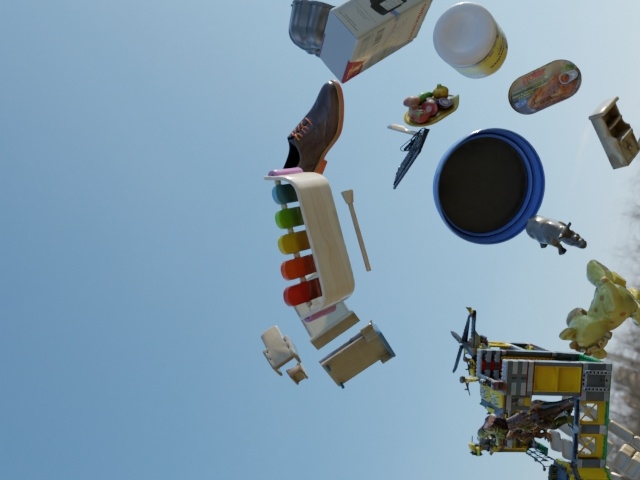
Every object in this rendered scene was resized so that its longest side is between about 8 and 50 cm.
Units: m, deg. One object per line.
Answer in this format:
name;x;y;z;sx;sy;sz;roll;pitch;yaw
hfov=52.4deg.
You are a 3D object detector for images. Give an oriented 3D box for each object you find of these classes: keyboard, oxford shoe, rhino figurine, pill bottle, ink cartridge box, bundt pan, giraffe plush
keyboard;0.209;-0.207;1.574;0.192;0.038;0.100;120;175;-62
oxford shoe;-0.019;-0.259;1.575;0.098;0.097;0.271;-1;-57;-34
rhino figurine;0.630;-0.016;1.739;0.106;0.243;0.073;42;-91;-12
pill bottle;0.485;-0.615;2.051;0.334;0.188;0.187;-8;-68;-65
ink cartridge box;0.093;-0.366;1.114;0.175;0.072;0.127;-36;-12;-20
bundt pan;0.044;-0.640;2.061;0.331;0.331;0.124;9;-78;-58
giraffe plush;0.605;0.168;1.400;0.170;0.181;0.210;-54;-7;20

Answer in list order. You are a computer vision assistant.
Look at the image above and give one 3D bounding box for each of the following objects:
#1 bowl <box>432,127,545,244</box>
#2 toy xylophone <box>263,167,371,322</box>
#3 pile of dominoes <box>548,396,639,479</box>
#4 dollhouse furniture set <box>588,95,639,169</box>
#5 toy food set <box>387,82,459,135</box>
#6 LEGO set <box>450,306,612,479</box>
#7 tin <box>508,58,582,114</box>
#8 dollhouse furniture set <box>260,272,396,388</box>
bowl;0.560;-0.181;2.187;0.391;0.077;0.391;-2;-79;-11
toy xylophone;0.000;0.000;1.344;0.236;0.081;0.322;-1;-100;-54
pile of dominoes;0.678;0.493;1.566;0.040;0.251;0.196;-26;-43;-39
dollhouse furniture set;0.829;-0.295;1.623;0.212;0.242;0.161;-40;-74;-36
toy food set;0.303;-0.392;1.881;0.218;0.128;0.071;-35;-50;-18
LEGO set;0.289;0.262;1.013;0.331;0.192;0.254;-137;52;-77
tin;0.587;-0.402;1.706;0.040;0.190;0.106;-27;-85;-57
dollhouse furniture set;0.013;0.279;1.831;0.286;0.198;0.303;-35;-46;0
